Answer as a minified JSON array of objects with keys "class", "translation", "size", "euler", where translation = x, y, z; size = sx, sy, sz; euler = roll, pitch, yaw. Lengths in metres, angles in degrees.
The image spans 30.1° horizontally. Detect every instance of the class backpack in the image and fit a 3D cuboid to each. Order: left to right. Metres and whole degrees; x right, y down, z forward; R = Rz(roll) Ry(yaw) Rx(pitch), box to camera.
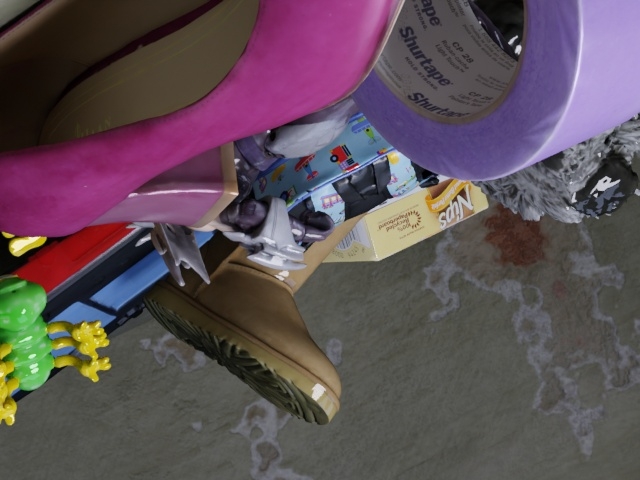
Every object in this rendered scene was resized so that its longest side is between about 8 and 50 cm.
[{"class":"backpack","translation":[0.011,-0.072,0.904],"size":[0.158,0.116,0.173],"euler":[-26,176,1]}]

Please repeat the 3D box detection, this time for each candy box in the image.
[{"class":"candy box","translation":[0.020,-0.039,1.415],"size":[0.183,0.087,0.316],"euler":[-23,-167,-36]}]

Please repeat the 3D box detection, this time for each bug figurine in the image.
[{"class":"bug figurine","translation":[-0.247,0.032,0.725],"size":[0.279,0.216,0.072],"euler":[-23,-143,-30]}]

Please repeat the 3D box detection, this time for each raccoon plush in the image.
[{"class":"raccoon plush","translation":[0.204,-0.202,1.073],"size":[0.299,0.216,0.446],"euler":[-40,-149,-17]}]

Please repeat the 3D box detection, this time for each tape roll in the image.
[{"class":"tape roll","translation":[0.079,-0.129,0.575],"size":[0.080,0.189,0.189],"euler":[-23,174,-31]}]

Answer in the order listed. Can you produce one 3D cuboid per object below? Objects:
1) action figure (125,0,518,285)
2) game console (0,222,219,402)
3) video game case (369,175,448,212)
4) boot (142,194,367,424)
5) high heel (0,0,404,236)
[{"class":"action figure","translation":[-0.025,-0.079,0.762],"size":[0.285,0.185,0.099],"euler":[-34,153,23]},{"class":"game console","translation":[-0.225,0.057,1.148],"size":[0.342,0.060,0.386],"euler":[-32,175,-5]},{"class":"video game case","translation":[0.024,-0.079,1.258],"size":[0.173,0.022,0.190],"euler":[-24,-147,-36]},{"class":"boot","translation":[0.000,0.000,1.031],"size":[0.269,0.236,0.089],"euler":[-48,142,-17]},{"class":"high heel","translation":[-0.086,-0.104,0.545],"size":[0.181,0.127,0.377],"euler":[4,147,-25]}]
